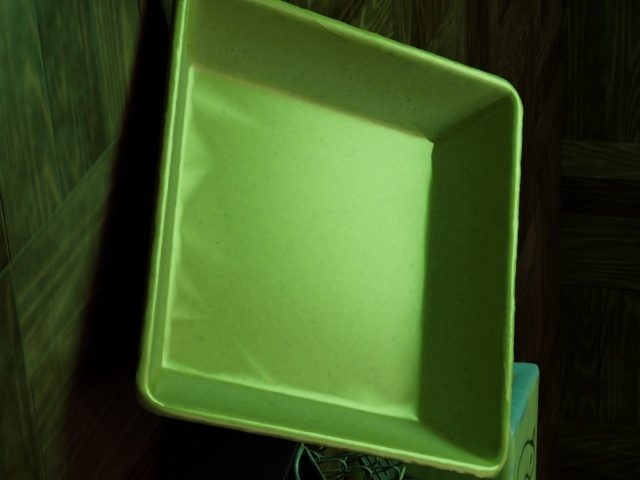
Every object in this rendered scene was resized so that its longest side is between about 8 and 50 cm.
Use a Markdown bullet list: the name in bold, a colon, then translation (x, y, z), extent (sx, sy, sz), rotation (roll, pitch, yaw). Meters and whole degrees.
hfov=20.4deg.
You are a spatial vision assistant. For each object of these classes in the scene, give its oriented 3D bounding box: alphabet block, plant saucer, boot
- **alphabet block**: translation (0.142, 0.257, 2.049), extent (0.192, 0.193, 0.197), rotation (-48, 140, -64)
- **plant saucer**: translation (0.000, 0.000, 1.368), extent (0.333, 0.081, 0.332), rotation (15, 71, -32)
- **boot**: translation (-0.056, 0.090, 1.448), extent (0.115, 0.112, 0.305), rotation (79, 17, -75)

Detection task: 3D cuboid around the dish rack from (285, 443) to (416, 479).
- **dish rack**: translation (0.027, 0.219, 1.710), extent (0.208, 0.074, 0.271), rotation (61, 29, -24)
